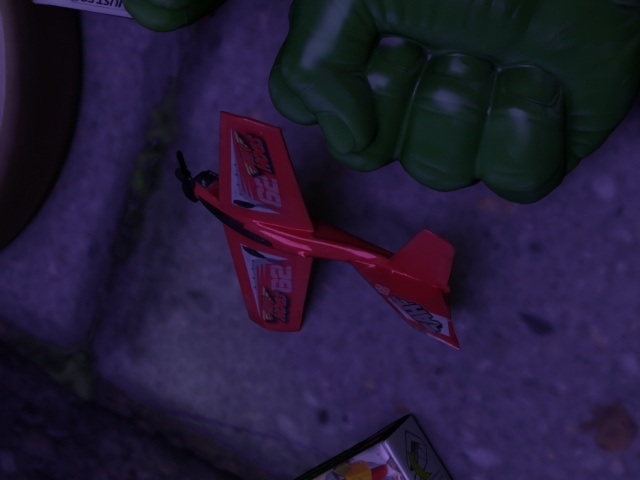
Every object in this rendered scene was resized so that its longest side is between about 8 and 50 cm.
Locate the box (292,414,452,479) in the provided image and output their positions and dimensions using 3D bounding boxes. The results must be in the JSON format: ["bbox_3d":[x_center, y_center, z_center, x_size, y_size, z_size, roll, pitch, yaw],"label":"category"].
[{"bbox_3d":[-0.013,0.178,0.702,0.207,0.036,0.114,-33,88,27],"label":"box"}]

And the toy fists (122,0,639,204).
[{"bbox_3d":[-0.003,-0.117,0.570,0.279,0.096,0.142,33,117,-7],"label":"toy fists"}]

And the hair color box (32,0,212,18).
[{"bbox_3d":[-0.081,-0.169,0.645,0.072,0.043,0.141,13,106,20],"label":"hair color box"}]

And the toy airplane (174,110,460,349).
[{"bbox_3d":[0.000,0.000,0.626,0.151,0.028,0.151,29,150,19],"label":"toy airplane"}]

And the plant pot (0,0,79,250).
[{"bbox_3d":[-0.275,-0.081,0.651,0.263,0.229,0.263,5,104,23],"label":"plant pot"}]
